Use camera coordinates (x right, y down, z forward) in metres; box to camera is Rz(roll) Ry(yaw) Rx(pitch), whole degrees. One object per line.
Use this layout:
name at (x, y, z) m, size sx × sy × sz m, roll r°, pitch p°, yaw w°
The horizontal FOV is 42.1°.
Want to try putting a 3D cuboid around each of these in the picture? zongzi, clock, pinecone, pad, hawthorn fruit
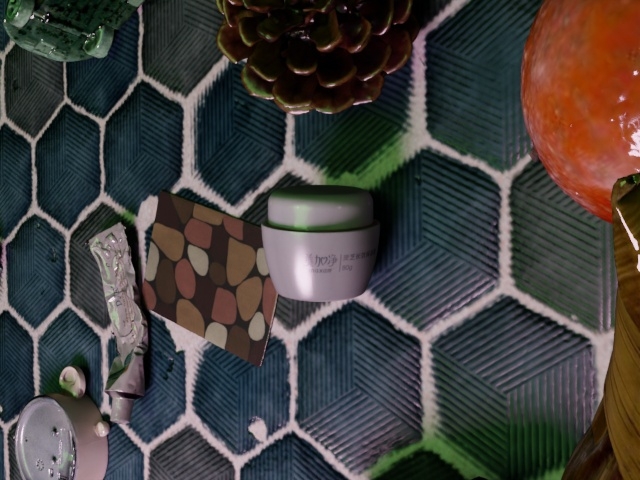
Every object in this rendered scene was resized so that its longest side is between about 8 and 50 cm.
zongzi at (0.210, 0.107, 0.545) m, size 0.286 × 0.288 × 0.134 m, roll -47°, pitch 23°, yaw 32°
clock at (-0.365, 0.289, 1.164) m, size 0.155 × 0.063 × 0.229 m, roll 14°, pitch 100°, yaw 40°
pinecone at (-0.009, -0.220, 0.778) m, size 0.207 × 0.207 × 0.208 m, roll 0°, pitch 90°, yaw 40°
pad at (-0.136, 0.041, 1.007) m, size 0.235 × 0.003 × 0.158 m, roll 21°, pitch 103°, yaw 38°
hawthorn fruit at (0.240, -0.099, 0.535) m, size 0.263 × 0.235 × 0.231 m, roll -46°, pitch 54°, yaw 24°

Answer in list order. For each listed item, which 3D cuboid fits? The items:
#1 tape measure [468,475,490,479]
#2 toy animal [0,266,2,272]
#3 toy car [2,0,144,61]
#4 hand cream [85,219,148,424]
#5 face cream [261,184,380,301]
tape measure at (0.095, 0.330, 0.717) m, size 0.245 × 0.149 × 0.232 m, roll -29°, pitch 71°, yaw 37°
toy animal at (-0.601, 0.045, 1.351) m, size 0.252 × 0.079 × 0.070 m, roll -13°, pitch 88°, yaw 41°
toy car at (-0.284, -0.351, 1.050) m, size 0.305 × 0.136 × 0.125 m, roll -32°, pitch 57°, yaw 37°
hand cream at (-0.262, 0.108, 1.083) m, size 0.084 × 0.050 × 0.257 m, roll -20°, pitch 73°, yaw 41°
face cream at (0.000, 0.000, 0.819) m, size 0.117 × 0.117 × 0.104 m, roll 10°, pitch 104°, yaw 40°
